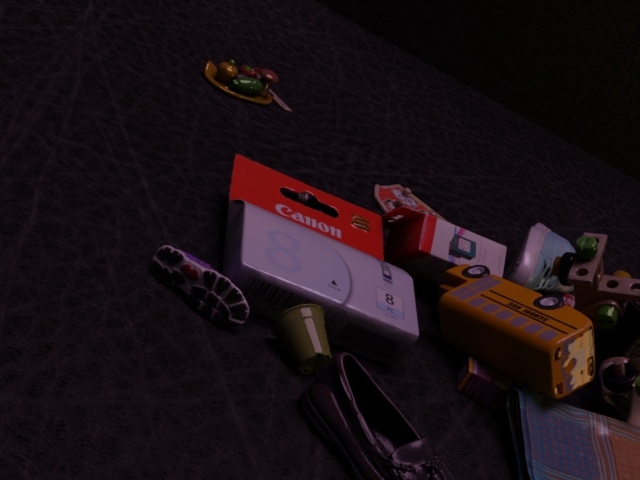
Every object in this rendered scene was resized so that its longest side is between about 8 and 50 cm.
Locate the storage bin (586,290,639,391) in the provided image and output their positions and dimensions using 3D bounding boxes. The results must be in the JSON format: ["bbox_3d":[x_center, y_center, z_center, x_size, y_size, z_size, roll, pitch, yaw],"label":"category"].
[{"bbox_3d":[0.556,0.188,1.999,0.084,0.180,0.122,13,28,-38],"label":"storage bin"}]

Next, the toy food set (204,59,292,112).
[{"bbox_3d":[-0.159,-0.372,2.413,0.218,0.071,0.128,10,30,-40],"label":"toy food set"}]

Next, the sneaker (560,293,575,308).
[{"bbox_3d":[0.503,0.137,2.220,0.067,0.042,0.118,29,25,-13],"label":"sneaker"}]

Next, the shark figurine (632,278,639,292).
[{"bbox_3d":[0.631,0.129,2.319,0.278,0.166,0.116,45,-11,11],"label":"shark figurine"}]

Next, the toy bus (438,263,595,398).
[{"bbox_3d":[0.311,0.144,1.771,0.130,0.108,0.333,-23,27,-28],"label":"toy bus"}]

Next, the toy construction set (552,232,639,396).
[{"bbox_3d":[0.535,0.075,1.788,0.309,0.237,0.257,-33,33,-25],"label":"toy construction set"}]

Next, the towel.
[{"bbox_3d":[0.464,0.364,1.599,0.370,0.040,0.271,18,34,-11],"label":"towel"}]

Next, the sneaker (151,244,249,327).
[{"bbox_3d":[-0.164,0.058,1.536,0.170,0.068,0.071,38,18,18],"label":"sneaker"}]

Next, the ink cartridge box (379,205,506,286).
[{"bbox_3d":[0.212,0.021,1.970,0.231,0.134,0.078,21,68,-21],"label":"ink cartridge box"}]

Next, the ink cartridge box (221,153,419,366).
[{"bbox_3d":[0.000,0.000,1.739,0.308,0.091,0.385,23,36,-18],"label":"ink cartridge box"}]

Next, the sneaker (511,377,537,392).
[{"bbox_3d":[0.359,0.163,1.923,0.094,0.091,0.258,17,26,-30],"label":"sneaker"}]

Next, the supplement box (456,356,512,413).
[{"bbox_3d":[0.267,0.235,1.726,0.083,0.043,0.055,29,21,-2],"label":"supplement box"}]

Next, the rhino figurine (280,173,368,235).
[{"bbox_3d":[-0.006,-0.051,1.939,0.243,0.073,0.106,25,29,-16],"label":"rhino figurine"}]

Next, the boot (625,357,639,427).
[{"bbox_3d":[0.630,0.323,1.818,0.262,0.095,0.203,20,59,-14],"label":"boot"}]

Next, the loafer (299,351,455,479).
[{"bbox_3d":[0.093,0.270,1.373,0.302,0.095,0.109,44,26,28],"label":"loafer"}]

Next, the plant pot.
[{"bbox_3d":[-0.020,0.148,1.526,0.083,0.083,0.079,11,43,-39],"label":"plant pot"}]

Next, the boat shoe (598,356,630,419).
[{"bbox_3d":[0.607,0.324,1.919,0.277,0.098,0.096,34,49,-13],"label":"boat shoe"}]

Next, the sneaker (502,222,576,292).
[{"bbox_3d":[0.487,0.053,2.251,0.150,0.135,0.366,30,22,12],"label":"sneaker"}]

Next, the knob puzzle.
[{"bbox_3d":[0.193,-0.069,2.279,0.213,0.030,0.213,26,23,-12],"label":"knob puzzle"}]
